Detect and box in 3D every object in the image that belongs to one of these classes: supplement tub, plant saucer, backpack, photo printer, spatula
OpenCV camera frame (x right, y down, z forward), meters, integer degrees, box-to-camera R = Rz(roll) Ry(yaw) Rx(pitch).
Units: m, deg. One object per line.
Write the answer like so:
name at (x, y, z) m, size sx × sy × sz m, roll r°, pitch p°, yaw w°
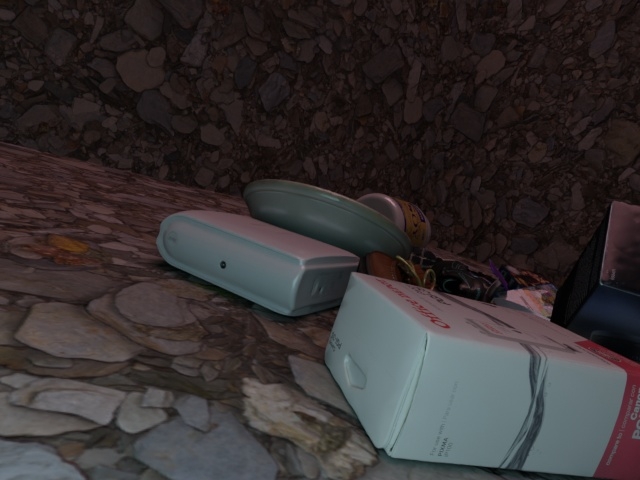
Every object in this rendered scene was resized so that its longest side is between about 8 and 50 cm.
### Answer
supplement tub at (0.267, -0.043, 1.761) m, size 0.241 × 0.240 × 0.331 m, roll 20°, pitch 8°, yaw 34°
plant saucer at (0.000, 0.000, 1.037) m, size 0.401 × 0.100 × 0.400 m, roll 19°, pitch -14°, yaw 5°
backpack at (0.492, 0.146, 1.383) m, size 0.105 × 0.084 × 0.114 m, roll 11°, pitch 11°, yaw -44°
photo printer at (-0.111, 0.027, 0.819) m, size 0.308 × 0.107 × 0.256 m, roll 19°, pitch 7°, yaw 26°
spatula at (0.444, 0.134, 1.190) m, size 0.084 × 0.030 × 0.296 m, roll 53°, pitch 38°, yaw -1°
plant saucer at (0.495, 0.197, 1.091) m, size 0.195 × 0.037 × 0.195 m, roll 22°, pitch 12°, yaw -5°

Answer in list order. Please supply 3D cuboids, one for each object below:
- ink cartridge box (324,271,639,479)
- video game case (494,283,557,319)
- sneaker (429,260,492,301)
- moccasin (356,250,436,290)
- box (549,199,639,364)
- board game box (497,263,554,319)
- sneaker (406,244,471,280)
ink cartridge box at (0.172, 0.139, 0.499) m, size 0.283 × 0.117 × 0.207 m, roll 14°, pitch 7°, yaw -17°
video game case at (0.566, 0.167, 1.217) m, size 0.167 × 0.015 × 0.119 m, roll -8°, pitch 34°, yaw -5°
sneaker at (0.383, 0.113, 1.339) m, size 0.106 × 0.101 × 0.267 m, roll 11°, pitch 7°, yaw -19°
moccasin at (0.136, 0.097, 0.776) m, size 0.147 × 0.139 × 0.380 m, roll 9°, pitch -5°, yaw 14°
box at (0.571, 0.126, 0.751) m, size 0.297 × 0.182 × 0.294 m, roll 18°, pitch -31°, yaw 20°
board game box at (0.634, 0.169, 1.315) m, size 0.165 × 0.042 × 0.243 m, roll 13°, pitch 30°, yaw -22°
sneaker at (0.375, 0.101, 1.560) m, size 0.276 × 0.107 × 0.110 m, roll 23°, pitch -11°, yaw 18°
